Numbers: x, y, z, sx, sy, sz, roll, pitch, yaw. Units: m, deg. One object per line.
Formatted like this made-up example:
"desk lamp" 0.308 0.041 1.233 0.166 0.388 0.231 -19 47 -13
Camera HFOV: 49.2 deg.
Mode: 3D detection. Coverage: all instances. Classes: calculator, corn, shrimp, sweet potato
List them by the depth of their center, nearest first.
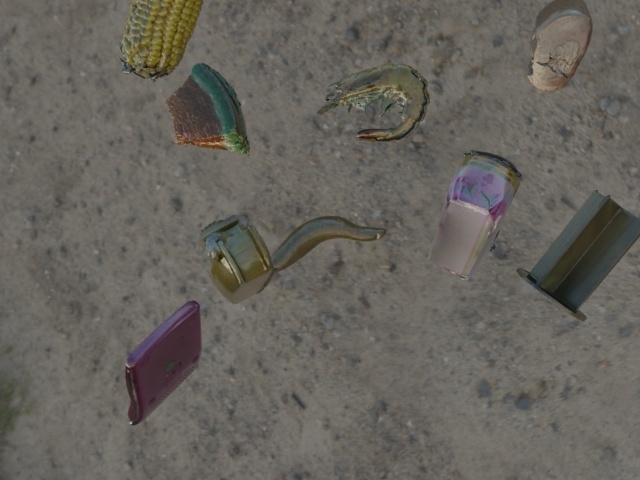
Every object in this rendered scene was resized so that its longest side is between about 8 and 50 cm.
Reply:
"calculator" -0.204 0.167 0.924 0.034 0.126 0.190 36 144 15
"corn" -0.228 -0.394 1.082 0.115 0.115 0.318 41 119 29
"shrimp" 0.118 -0.286 1.513 0.253 0.058 0.173 -19 96 24
"sweet potato" 0.001 -0.008 1.879 0.346 0.079 0.108 -18 84 -7

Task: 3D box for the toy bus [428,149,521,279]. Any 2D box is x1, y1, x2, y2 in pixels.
"toy bus" 0.397 -0.055 1.832 0.171 0.386 0.162 23 61 13

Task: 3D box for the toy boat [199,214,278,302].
"toy boat" -0.139 0.030 1.106 0.089 0.321 0.121 -31 85 -13

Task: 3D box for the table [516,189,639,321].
"table" 0.528 0.022 1.394 0.167 0.167 0.227 42 105 28

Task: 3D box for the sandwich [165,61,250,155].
"sandwich" -0.325 -0.370 1.980 0.212 0.109 0.292 -10 84 6

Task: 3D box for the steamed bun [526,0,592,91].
"steamed bun" 0.468 -0.397 1.398 0.106 0.145 0.175 14 129 2
